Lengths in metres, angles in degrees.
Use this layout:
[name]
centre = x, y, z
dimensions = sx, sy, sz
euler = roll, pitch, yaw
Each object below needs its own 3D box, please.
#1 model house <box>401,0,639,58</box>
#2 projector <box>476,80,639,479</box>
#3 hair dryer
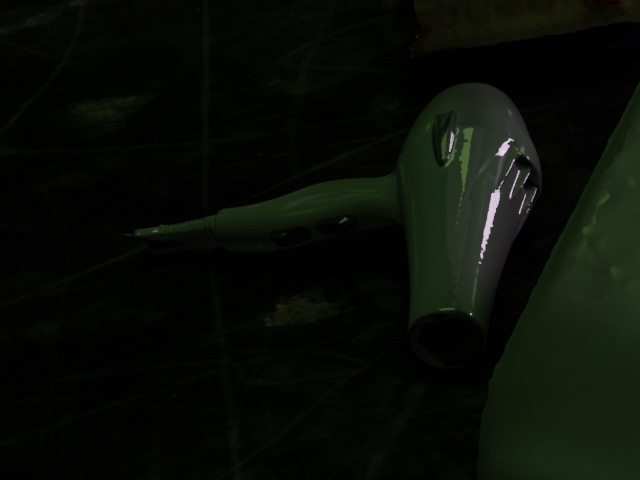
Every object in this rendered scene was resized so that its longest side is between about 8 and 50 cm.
[model house]
centre = 0.148, -0.232, 1.371
dimensions = 0.196, 0.160, 0.254
euler = -9, 28, -1
[projector]
centre = 0.236, 0.067, 0.607
dimensions = 0.249, 0.248, 0.248
euler = 12, 61, 36
[hair dryer]
centre = 0.017, 0.014, 1.054
dimensions = 0.267, 0.092, 0.229
euler = -23, 32, 4
